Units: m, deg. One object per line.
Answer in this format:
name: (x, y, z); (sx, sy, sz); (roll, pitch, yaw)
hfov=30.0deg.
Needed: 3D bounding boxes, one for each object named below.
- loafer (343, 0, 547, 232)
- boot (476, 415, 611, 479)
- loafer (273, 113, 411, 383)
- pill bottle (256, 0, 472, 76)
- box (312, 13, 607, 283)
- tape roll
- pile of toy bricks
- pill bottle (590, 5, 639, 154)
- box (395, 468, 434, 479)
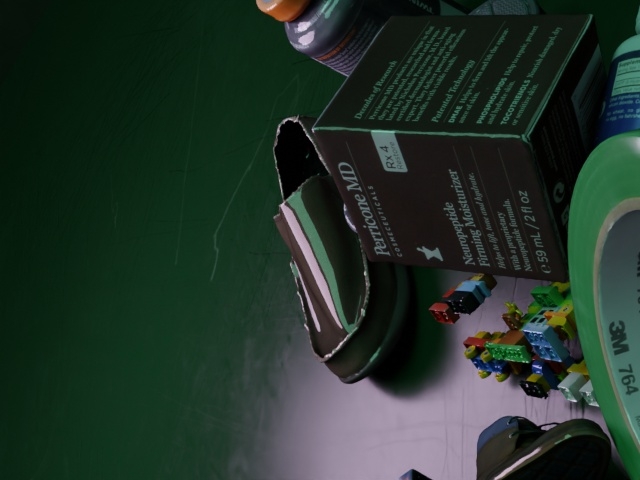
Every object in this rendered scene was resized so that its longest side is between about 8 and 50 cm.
loafer: (0.142, -0.122, 1.252); (0.302, 0.095, 0.109); (-53, 44, 18)
boot: (0.171, 0.175, 0.993); (0.219, 0.082, 0.106); (119, 162, -50)
loafer: (0.000, 0.000, 1.351); (0.134, 0.130, 0.366); (-46, 37, 32)
pill bottle: (0.051, -0.242, 1.309); (0.130, 0.245, 0.130); (-34, 45, 43)
box: (0.137, -0.084, 1.049); (0.203, 0.168, 0.167); (5, 48, 33)
tape roll: (0.264, 0.078, 0.764); (0.321, 0.077, 0.321); (165, 90, -80)
pile of toy bricks: (0.197, 0.066, 1.051); (0.105, 0.118, 0.212); (-41, 15, -18)
pill bottle: (0.290, -0.111, 0.987); (0.112, 0.112, 0.187); (-3, 68, 57)
box: (0.044, 0.338, 1.054); (0.159, 0.044, 0.233); (-43, 26, 33)
